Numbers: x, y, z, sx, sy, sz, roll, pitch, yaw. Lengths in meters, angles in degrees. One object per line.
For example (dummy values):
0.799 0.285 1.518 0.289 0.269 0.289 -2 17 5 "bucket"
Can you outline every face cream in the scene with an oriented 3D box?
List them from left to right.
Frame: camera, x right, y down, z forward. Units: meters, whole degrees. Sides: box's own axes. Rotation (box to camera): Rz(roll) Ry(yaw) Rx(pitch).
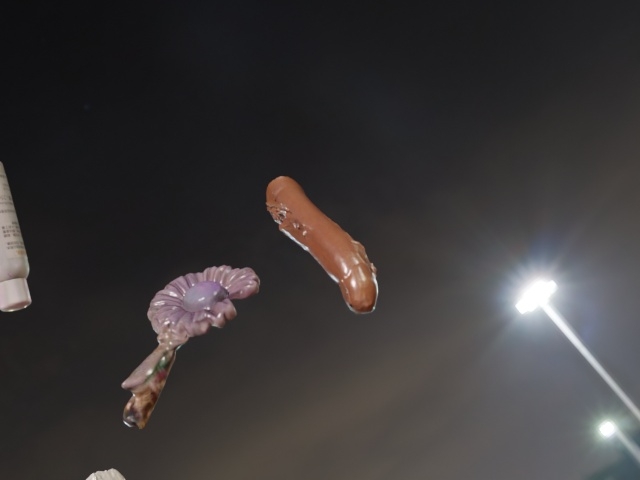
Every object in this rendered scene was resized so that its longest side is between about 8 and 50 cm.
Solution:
-0.570 -0.006 2.169 0.082 0.269 0.082 -16 -10 -3 "face cream"

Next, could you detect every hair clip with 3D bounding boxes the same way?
-0.211 0.139 1.823 0.300 0.173 0.069 -58 -44 -31 "hair clip"

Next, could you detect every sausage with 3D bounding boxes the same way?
0.001 0.000 1.888 0.078 0.304 0.078 -22 -43 -23 "sausage"

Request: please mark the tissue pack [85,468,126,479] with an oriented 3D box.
-0.343 0.461 1.627 0.325 0.170 0.071 -44 -29 27 "tissue pack"
